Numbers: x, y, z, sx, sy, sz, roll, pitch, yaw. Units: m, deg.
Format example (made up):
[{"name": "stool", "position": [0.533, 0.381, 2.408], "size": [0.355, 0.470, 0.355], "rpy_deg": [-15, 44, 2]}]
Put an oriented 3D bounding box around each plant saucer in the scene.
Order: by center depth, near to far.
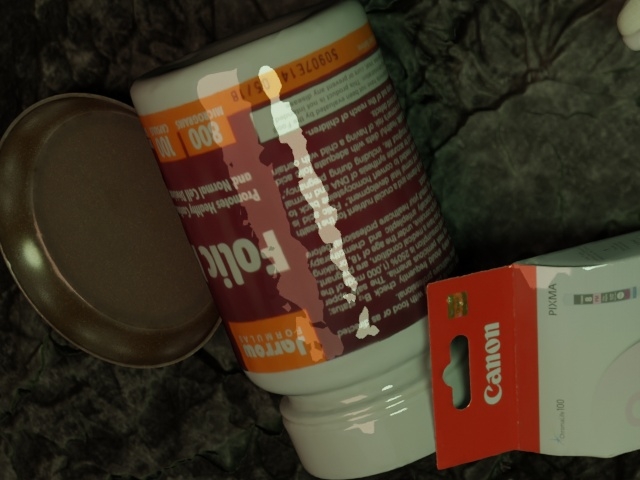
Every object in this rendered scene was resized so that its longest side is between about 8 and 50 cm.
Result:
[{"name": "plant saucer", "position": [-0.215, -0.014, 1.577], "size": [0.310, 0.050, 0.311], "rpy_deg": [13, 119, 25]}]

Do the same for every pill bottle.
[{"name": "pill bottle", "position": [0.000, 0.000, 1.344], "size": [0.224, 0.224, 0.392], "rpy_deg": [-14, 104, 35]}]

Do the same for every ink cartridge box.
[{"name": "ink cartridge box", "position": [0.213, 0.103, 1.281], "size": [0.066, 0.232, 0.189], "rpy_deg": [-143, 43, -58]}]

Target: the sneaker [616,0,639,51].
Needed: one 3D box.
[{"name": "sneaker", "position": [0.303, -0.276, 1.120], "size": [0.118, 0.110, 0.292], "rpy_deg": [40, 118, 18]}]
